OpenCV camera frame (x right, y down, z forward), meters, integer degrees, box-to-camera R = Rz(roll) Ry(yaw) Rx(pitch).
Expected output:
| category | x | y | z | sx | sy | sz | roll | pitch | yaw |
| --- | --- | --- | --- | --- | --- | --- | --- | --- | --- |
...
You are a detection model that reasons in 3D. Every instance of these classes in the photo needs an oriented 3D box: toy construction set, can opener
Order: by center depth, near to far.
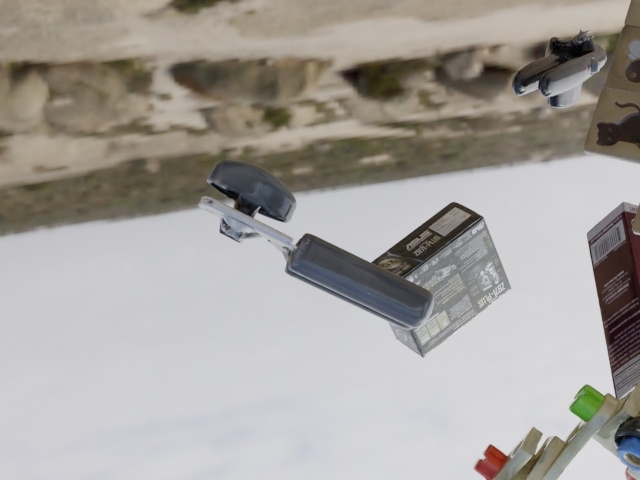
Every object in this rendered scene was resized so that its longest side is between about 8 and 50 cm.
| category | x | y | z | sx | sy | sz | roll | pitch | yaw |
| --- | --- | --- | --- | --- | --- | --- | --- | --- | --- |
| toy construction set | 0.304 | 0.231 | 1.136 | 0.327 | 0.151 | 0.215 | 23 | 149 | -2 |
| can opener | 0.228 | -0.157 | 1.204 | 0.059 | 0.073 | 0.186 | -5 | -171 | 24 |
| can opener | 0.000 | 0.000 | 1.417 | 0.283 | 0.095 | 0.076 | 25 | 170 | -5 |

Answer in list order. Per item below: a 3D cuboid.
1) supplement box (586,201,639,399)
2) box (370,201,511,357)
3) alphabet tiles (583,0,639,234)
| category | x | y | z | sx | sy | sz | roll | pitch | yaw |
| --- | --- | --- | --- | --- | --- | --- | --- | --- | --- |
| supplement box | 0.357 | 0.088 | 1.297 | 0.130 | 0.239 | 0.073 | 10 | 148 | -22 |
| box | 0.175 | 0.057 | 1.902 | 0.180 | 0.147 | 0.077 | -37 | -146 | -15 |
| alphabet tiles | 0.392 | -0.113 | 0.993 | 0.342 | 0.285 | 0.011 | 14 | 169 | 25 |
